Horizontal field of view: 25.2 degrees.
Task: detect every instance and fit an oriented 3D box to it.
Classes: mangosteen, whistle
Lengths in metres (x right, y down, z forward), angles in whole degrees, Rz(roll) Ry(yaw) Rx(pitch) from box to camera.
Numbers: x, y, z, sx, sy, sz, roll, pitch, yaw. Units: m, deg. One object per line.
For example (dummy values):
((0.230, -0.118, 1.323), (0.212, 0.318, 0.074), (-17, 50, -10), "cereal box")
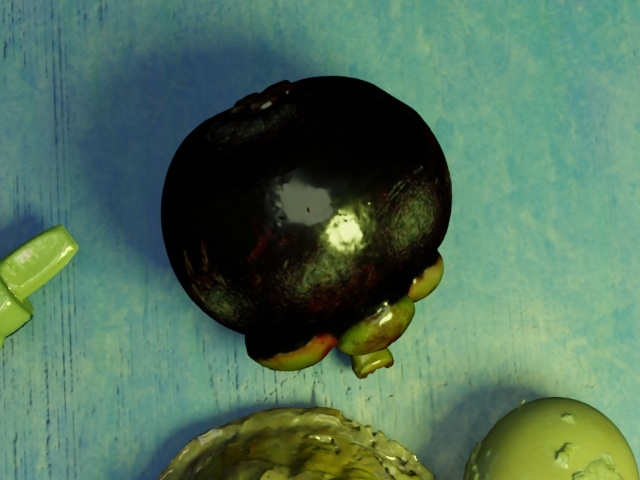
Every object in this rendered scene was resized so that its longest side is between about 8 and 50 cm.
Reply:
((0.000, 0.000, 1.353), (0.275, 0.275, 0.302), (-22, 110, 0), "mangosteen")
((-0.341, 0.063, 1.435), (0.227, 0.085, 0.105), (-37, 78, -2), "whistle")

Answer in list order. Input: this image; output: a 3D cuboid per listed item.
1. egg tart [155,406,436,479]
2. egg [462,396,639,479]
((-0.026, 0.319, 1.323), (0.352, 0.150, 0.352), (-2, 74, 5), "egg tart")
((0.212, 0.237, 1.304), (0.164, 0.164, 0.201), (13, 47, 8), "egg")
